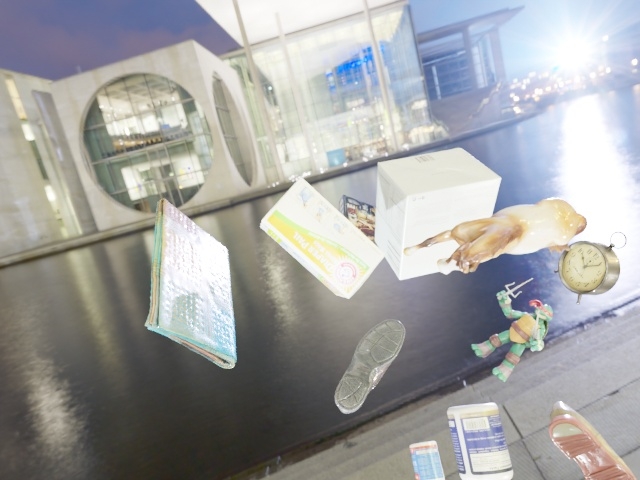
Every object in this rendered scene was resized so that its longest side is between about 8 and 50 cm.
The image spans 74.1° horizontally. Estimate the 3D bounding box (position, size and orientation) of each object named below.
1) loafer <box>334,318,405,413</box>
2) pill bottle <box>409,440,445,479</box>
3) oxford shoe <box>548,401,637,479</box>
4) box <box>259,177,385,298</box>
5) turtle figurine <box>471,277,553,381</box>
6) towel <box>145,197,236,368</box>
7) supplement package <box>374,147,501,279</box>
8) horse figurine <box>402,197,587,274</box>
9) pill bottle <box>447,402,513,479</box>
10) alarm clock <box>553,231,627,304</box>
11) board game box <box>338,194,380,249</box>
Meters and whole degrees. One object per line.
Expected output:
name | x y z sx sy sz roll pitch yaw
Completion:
loafer | 0.139 0.360 1.221 0.109 0.095 0.303 31 63 20
pill bottle | 0.477 1.015 1.872 0.124 0.222 0.124 -6 -29 -3
oxford shoe | 0.776 0.603 1.180 0.123 0.348 0.130 -37 -1 30
box | 0.000 0.000 0.770 0.103 0.203 0.114 -49 5 -9
turtle figurine | 0.489 0.220 1.035 0.234 0.118 0.175 -55 24 16
towel | -0.300 0.100 1.017 0.040 0.271 0.370 -27 48 13
supplement package | 0.229 -0.058 0.881 0.194 0.203 0.149 -11 38 -11
horse figurine | 0.230 -0.004 0.521 0.263 0.066 0.174 -9 -9 -18
pill bottle | 0.477 0.630 1.259 0.153 0.265 0.153 -5 -22 -2
alarm clock | 0.652 0.053 1.007 0.064 0.192 0.130 3 45 -17
board game box | 0.146 -0.055 1.471 0.164 0.042 0.243 19 35 -13
